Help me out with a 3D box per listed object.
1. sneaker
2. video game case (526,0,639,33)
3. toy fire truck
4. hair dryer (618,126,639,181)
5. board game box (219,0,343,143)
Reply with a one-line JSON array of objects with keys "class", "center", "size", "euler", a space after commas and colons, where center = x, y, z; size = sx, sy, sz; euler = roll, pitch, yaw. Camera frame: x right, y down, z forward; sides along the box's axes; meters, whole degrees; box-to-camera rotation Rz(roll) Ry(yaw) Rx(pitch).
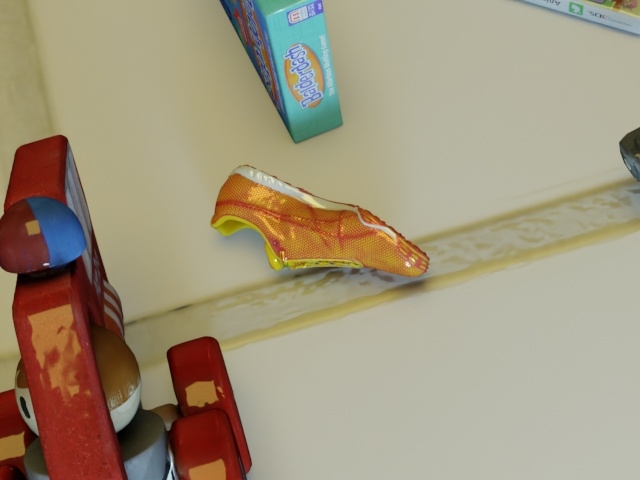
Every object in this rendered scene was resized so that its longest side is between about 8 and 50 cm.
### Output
[{"class": "sneaker", "center": [0.000, 0.000, 1.088], "size": [0.175, 0.064, 0.067], "euler": [19, 82, 23]}, {"class": "video game case", "center": [0.226, -0.283, 1.252], "size": [0.193, 0.023, 0.212], "euler": [20, 62, 19]}, {"class": "toy fire truck", "center": [-0.149, 0.080, 0.900], "size": [0.169, 0.253, 0.302], "euler": [-16, 17, -3]}, {"class": "hair dryer", "center": [0.387, -0.053, 1.073], "size": [0.294, 0.080, 0.223], "euler": [-33, 75, -7]}, {"class": "board game box", "center": [-0.050, -0.205, 1.155], "size": [0.047, 0.160, 0.210], "euler": [-23, 57, -7]}]
